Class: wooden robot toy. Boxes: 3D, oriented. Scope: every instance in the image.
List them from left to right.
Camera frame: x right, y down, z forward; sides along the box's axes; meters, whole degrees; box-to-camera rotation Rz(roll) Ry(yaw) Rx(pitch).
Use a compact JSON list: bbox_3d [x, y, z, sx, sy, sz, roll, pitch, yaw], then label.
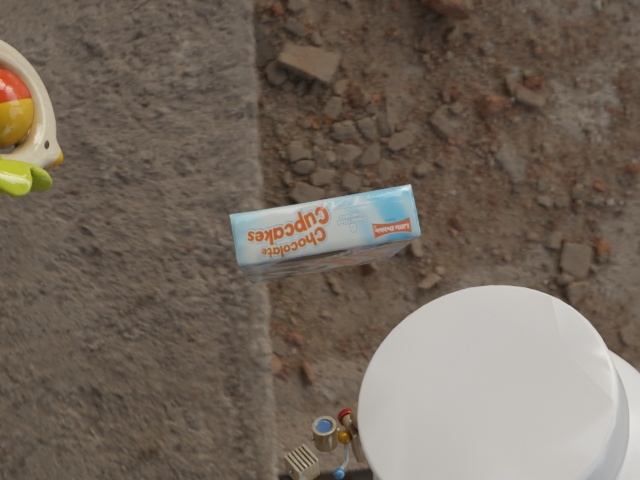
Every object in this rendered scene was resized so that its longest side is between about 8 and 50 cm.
[{"bbox_3d":[0.039,0.194,1.034,0.173,0.076,0.079,-17,131,-11],"label":"wooden robot toy"}]

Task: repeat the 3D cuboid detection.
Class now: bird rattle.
[{"bbox_3d":[-0.360,-0.134,0.966,0.254,0.143,0.207,63,29,1],"label":"bird rattle"}]

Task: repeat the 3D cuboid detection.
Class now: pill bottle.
[{"bbox_3d":[0.178,0.215,0.770,0.229,0.229,0.408,-47,139,-13],"label":"pill bottle"}]

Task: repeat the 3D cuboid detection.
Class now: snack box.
[{"bbox_3d":[0.000,0.000,1.110,0.187,0.322,0.060,-10,85,-2],"label":"snack box"}]
